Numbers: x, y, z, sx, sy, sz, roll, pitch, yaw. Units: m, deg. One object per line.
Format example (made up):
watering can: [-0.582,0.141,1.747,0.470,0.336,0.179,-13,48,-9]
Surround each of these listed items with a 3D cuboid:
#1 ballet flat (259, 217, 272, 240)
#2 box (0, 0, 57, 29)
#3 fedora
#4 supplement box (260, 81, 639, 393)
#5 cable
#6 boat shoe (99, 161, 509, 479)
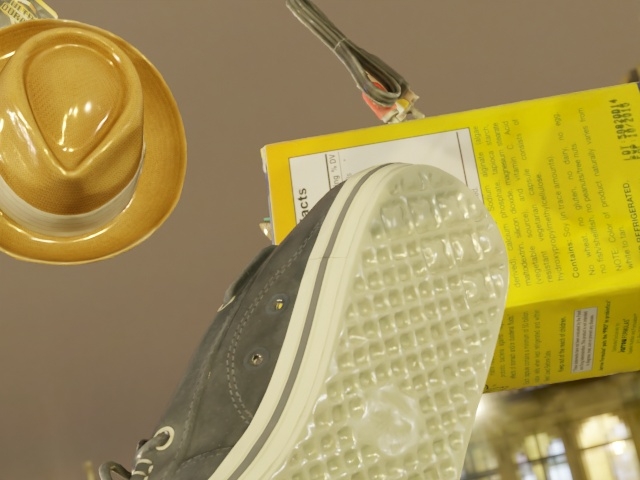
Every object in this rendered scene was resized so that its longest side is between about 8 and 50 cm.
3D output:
ballet flat: [0.000,0.000,1.675,0.073,0.067,0.206,3,-4,-44]
box: [-0.504,-0.306,1.543,0.257,0.079,0.322,1,-27,37]
fedora: [-0.173,-0.081,0.918,0.194,0.194,0.079,-6,-21,-21]
supplement box: [0.144,0.014,1.188,0.356,0.194,0.195,-9,-29,5]
cable: [0.039,-0.268,2.055,0.072,0.287,0.139,-55,-10,23]
boat shoe: [-0.032,0.170,0.785,0.187,0.500,0.156,39,-36,-23]
